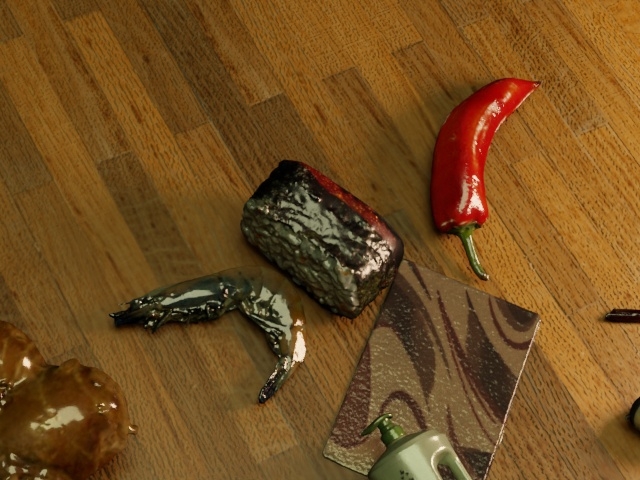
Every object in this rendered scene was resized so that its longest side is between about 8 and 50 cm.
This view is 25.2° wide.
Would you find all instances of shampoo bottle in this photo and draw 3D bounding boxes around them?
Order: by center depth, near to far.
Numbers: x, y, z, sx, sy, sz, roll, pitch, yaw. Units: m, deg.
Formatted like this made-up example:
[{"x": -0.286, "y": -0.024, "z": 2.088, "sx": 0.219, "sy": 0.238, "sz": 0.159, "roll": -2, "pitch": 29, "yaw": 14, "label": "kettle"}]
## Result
[{"x": 0.141, "y": 0.320, "z": 1.828, "sx": 0.118, "sy": 0.087, "sz": 0.234, "roll": -31, "pitch": 72, "yaw": -14, "label": "shampoo bottle"}]

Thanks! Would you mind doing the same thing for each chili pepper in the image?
[{"x": 0.234, "y": -0.125, "z": 2.100, "sx": 0.137, "sy": 0.092, "sz": 0.368, "roll": 24, "pitch": 62, "yaw": -8, "label": "chili pepper"}]

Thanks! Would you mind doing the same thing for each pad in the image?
[{"x": 0.158, "y": 0.194, "z": 1.954, "sx": 0.220, "sy": 0.004, "sz": 0.330, "roll": 22, "pitch": 60, "yaw": 3, "label": "pad"}]

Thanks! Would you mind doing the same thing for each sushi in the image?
[{"x": 0.000, "y": 0.000, "z": 1.965, "sx": 0.225, "sy": 0.136, "sz": 0.126, "roll": 35, "pitch": 64, "yaw": 3, "label": "sushi"}]

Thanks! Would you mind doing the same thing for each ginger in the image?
[{"x": -0.427, "y": 0.231, "z": 1.758, "sx": 0.357, "sy": 0.152, "sz": 0.274, "roll": 27, "pitch": 67, "yaw": 5, "label": "ginger"}]

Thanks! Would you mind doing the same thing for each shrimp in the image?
[{"x": -0.141, "y": 0.133, "z": 1.915, "sx": 0.261, "sy": 0.051, "sz": 0.198, "roll": -9, "pitch": 63, "yaw": -17, "label": "shrimp"}]

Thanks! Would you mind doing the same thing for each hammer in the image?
[{"x": 0.492, "y": 0.105, "z": 2.052, "sx": 0.178, "sy": 0.021, "sz": 0.065, "roll": 1, "pitch": 61, "yaw": -6, "label": "hammer"}]

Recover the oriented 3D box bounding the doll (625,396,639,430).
[{"x": 0.501, "y": 0.243, "z": 1.943, "sx": 0.179, "sy": 0.102, "sz": 0.089, "roll": 3, "pitch": 18, "yaw": -3, "label": "doll"}]
